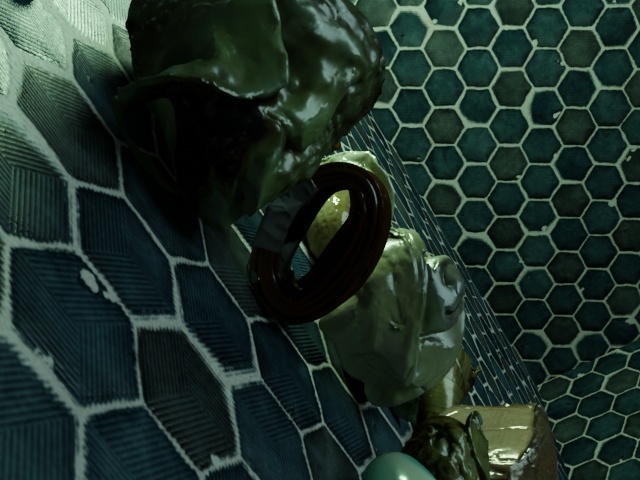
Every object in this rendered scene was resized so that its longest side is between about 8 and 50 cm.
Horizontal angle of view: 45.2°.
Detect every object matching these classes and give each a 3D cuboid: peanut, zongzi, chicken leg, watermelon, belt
[{"bbox_3d":[0.030,-0.036,1.596,0.253,0.122,0.137,-89,155,-58],"label":"peanut"},{"bbox_3d":[0.215,0.277,1.672,0.286,0.134,0.288,50,32,-7],"label":"zongzi"},{"bbox_3d":[0.229,0.496,1.221,0.201,0.152,0.429,-9,76,-37],"label":"chicken leg"},{"bbox_3d":[0.154,0.274,1.554,0.139,0.071,0.187,110,-17,-74],"label":"watermelon"},{"bbox_3d":[0.000,0.000,1.188,0.184,0.261,0.105,38,10,8],"label":"belt"}]

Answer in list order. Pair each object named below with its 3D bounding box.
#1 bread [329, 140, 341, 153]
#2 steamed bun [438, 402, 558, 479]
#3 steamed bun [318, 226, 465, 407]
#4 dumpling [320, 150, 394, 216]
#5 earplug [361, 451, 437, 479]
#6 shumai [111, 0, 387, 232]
[{"bbox_3d":[0.002,-0.290,2.031,0.125,0.086,0.156,42,25,-54],"label":"bread"},{"bbox_3d":[0.320,0.441,1.441,0.301,0.251,0.199,-34,113,-61],"label":"steamed bun"},{"bbox_3d":[0.157,0.120,1.321,0.280,0.207,0.268,57,43,-19],"label":"steamed bun"},{"bbox_3d":[0.079,-0.098,1.749,0.252,0.179,0.131,64,11,18],"label":"dumpling"},{"bbox_3d":[0.121,0.417,1.020,0.185,0.185,0.324,52,9,-29],"label":"earplug"},{"bbox_3d":[-0.119,-0.185,1.100,0.395,0.395,0.348,47,46,-41],"label":"shumai"}]
